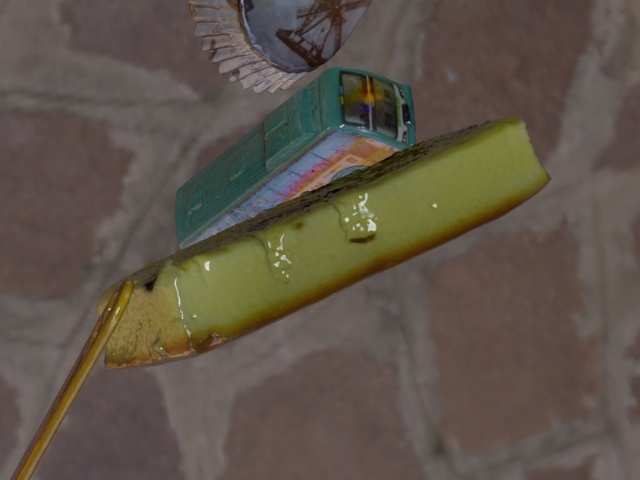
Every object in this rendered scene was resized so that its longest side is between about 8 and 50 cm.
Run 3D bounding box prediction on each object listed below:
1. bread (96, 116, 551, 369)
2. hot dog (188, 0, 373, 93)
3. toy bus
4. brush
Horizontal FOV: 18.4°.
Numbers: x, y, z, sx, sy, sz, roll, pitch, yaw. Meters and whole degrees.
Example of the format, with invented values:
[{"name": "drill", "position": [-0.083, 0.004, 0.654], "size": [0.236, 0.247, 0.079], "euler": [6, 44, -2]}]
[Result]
[{"name": "bread", "position": [0.001, 0.000, 1.543], "size": [0.361, 0.138, 0.077], "euler": [-24, 96, -30]}, {"name": "hot dog", "position": [0.011, -0.203, 1.160], "size": [0.131, 0.069, 0.253], "euler": [34, 83, -28]}, {"name": "toy bus", "position": [-0.025, -0.061, 1.798], "size": [0.109, 0.091, 0.261], "euler": [19, 140, -34]}, {"name": "brush", "position": [-0.170, 0.131, 1.171], "size": [0.013, 0.103, 0.272], "euler": [26, 115, -11]}]
